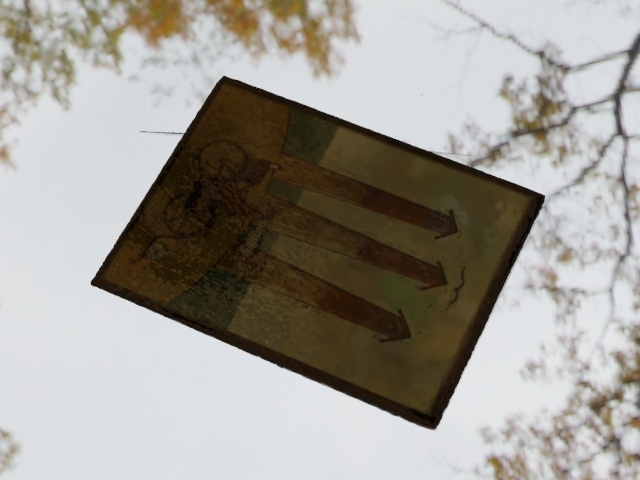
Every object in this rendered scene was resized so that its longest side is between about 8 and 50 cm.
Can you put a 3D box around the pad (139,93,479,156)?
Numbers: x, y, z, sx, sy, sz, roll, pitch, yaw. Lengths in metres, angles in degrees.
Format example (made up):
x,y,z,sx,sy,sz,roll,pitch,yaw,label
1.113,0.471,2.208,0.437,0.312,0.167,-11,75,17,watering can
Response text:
x,y,z,sx,sy,sz,roll,pitch,yaw,label
-0.045,-0.135,1.538,0.315,0.063,0.375,2,-177,-36,pad

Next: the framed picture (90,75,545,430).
x,y,z,sx,sy,sz,roll,pitch,yaw,label
0.000,0.000,1.217,0.323,0.013,0.244,21,-117,15,framed picture
